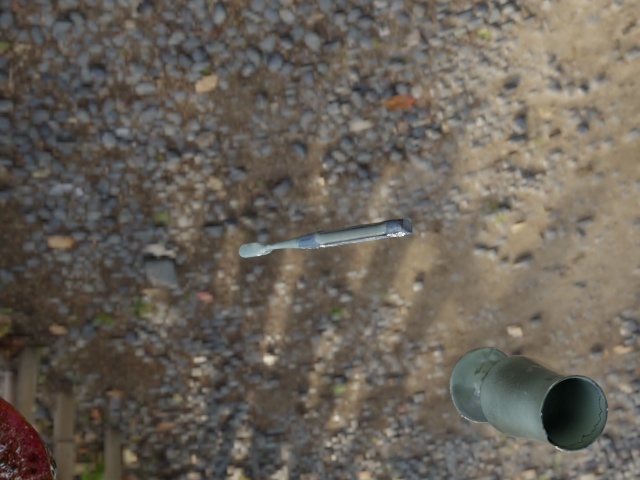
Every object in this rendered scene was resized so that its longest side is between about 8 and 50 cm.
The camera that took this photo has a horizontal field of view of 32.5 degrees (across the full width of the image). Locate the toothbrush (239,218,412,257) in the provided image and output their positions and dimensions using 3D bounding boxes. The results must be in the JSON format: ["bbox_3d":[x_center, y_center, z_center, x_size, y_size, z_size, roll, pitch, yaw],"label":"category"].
[{"bbox_3d":[0.000,0.000,1.008,0.019,0.016,0.219,1,173,-43],"label":"toothbrush"}]

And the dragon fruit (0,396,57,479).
[{"bbox_3d":[-0.488,0.336,1.221,0.249,0.386,0.371,-6,157,42],"label":"dragon fruit"}]

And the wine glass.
[{"bbox_3d":[0.249,0.191,1.333,0.103,0.103,0.231,4,180,-17],"label":"wine glass"}]
